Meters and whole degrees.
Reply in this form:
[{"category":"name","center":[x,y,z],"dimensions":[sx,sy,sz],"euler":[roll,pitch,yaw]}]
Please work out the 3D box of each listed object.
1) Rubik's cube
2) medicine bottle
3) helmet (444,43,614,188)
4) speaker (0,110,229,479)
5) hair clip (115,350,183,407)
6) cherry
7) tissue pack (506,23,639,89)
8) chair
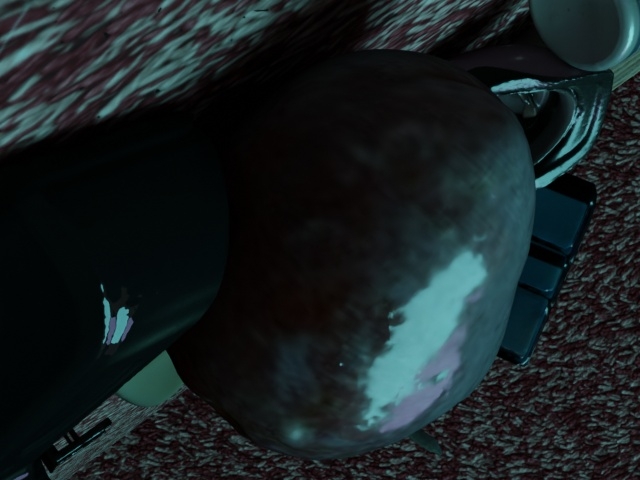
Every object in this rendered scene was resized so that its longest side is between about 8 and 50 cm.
[{"category":"Rubik's cube","center":[0.225,0.007,1.674],"dimensions":[0.293,0.283,0.288],"euler":[10,104,-87]},{"category":"medicine bottle","center":[0.346,-0.287,1.185],"dimensions":[0.237,0.139,0.139],"euler":[-32,173,-28]},{"category":"helmet","center":[0.188,-0.143,1.261],"dimensions":[0.253,0.154,0.198],"euler":[-30,148,-19]},{"category":"speaker","center":[-0.196,0.099,0.787],"dimensions":[0.388,0.184,0.180],"euler":[-42,172,36]},{"category":"hair clip","center":[-0.214,0.125,1.362],"dimensions":[0.172,0.113,0.282],"euler":[-35,169,-19]},{"category":"cherry","center":[0.034,0.002,0.887],"dimensions":[0.335,0.291,0.326],"euler":[-59,167,22]},{"category":"tissue pack","center":[0.302,-0.222,1.440],"dimensions":[0.325,0.071,0.170],"euler":[-36,-145,-7]},{"category":"chair","center":[-0.383,0.262,1.408],"dimensions":[0.212,0.101,0.084],"euler":[-35,174,-24]}]
